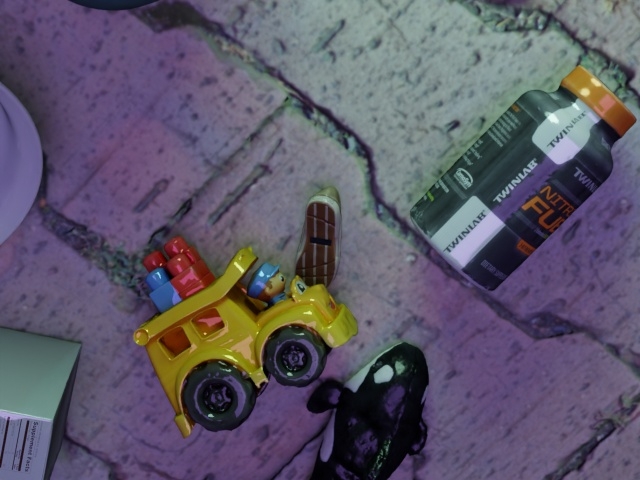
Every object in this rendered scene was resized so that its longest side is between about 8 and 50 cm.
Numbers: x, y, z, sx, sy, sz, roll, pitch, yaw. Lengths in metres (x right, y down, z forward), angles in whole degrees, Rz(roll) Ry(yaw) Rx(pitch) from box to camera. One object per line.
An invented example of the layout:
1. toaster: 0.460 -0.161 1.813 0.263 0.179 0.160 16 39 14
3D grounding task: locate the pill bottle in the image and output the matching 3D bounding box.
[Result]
1. pill bottle: 0.223 -0.072 1.214 0.130 0.130 0.245 40 102 -14

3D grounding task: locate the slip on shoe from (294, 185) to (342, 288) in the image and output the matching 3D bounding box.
1. slip on shoe: 0.000 0.000 1.274 0.051 0.041 0.135 11 126 10

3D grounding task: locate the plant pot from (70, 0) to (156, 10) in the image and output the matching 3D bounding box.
1. plant pot: -0.193 -0.331 1.054 0.290 0.290 0.195 17 142 -9

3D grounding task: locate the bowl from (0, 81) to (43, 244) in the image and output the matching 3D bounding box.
1. bowl: -0.444 -0.100 1.141 0.298 0.134 0.298 -16 135 -16

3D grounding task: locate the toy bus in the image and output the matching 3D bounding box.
1. toy bus: -0.097 0.080 1.252 0.220 0.149 0.211 -30 92 9

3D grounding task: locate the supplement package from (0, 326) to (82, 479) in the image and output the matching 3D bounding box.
1. supplement package: -0.389 0.196 1.238 0.203 0.194 0.149 12 108 -7

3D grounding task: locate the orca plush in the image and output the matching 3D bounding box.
1. orca plush: 0.034 0.255 1.329 0.287 0.102 0.151 -43 106 11
